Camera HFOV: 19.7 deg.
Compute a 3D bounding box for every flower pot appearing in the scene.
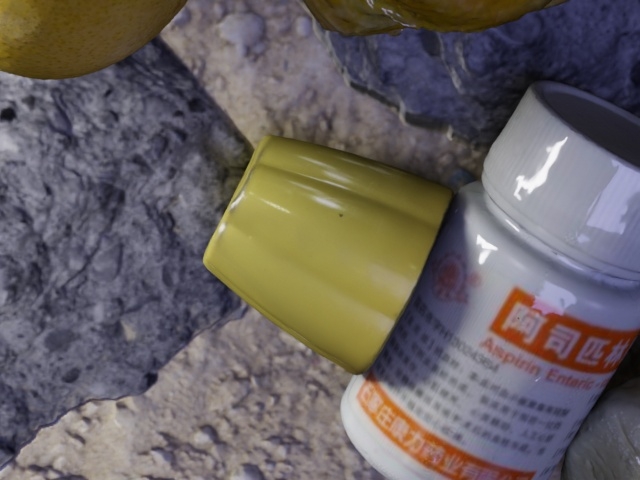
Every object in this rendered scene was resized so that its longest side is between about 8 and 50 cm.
[{"bbox_3d":[0.000,0.000,1.661,0.179,0.195,0.195,27,110,-4],"label":"flower pot"}]

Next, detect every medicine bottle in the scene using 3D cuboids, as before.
[{"bbox_3d":[0.187,0.057,1.685,0.211,0.211,0.371,23,111,-16],"label":"medicine bottle"}]

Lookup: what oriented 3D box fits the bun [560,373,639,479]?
[{"bbox_3d":[0.343,0.216,1.770,0.244,0.153,0.244,-22,146,-16],"label":"bun"}]

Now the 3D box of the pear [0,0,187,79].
[{"bbox_3d":[-0.217,-0.280,1.438,0.314,0.314,0.314,-3,116,-5],"label":"pear"}]

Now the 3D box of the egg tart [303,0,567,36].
[{"bbox_3d":[0.139,-0.313,1.525,0.351,0.153,0.339,-5,120,-5],"label":"egg tart"}]
